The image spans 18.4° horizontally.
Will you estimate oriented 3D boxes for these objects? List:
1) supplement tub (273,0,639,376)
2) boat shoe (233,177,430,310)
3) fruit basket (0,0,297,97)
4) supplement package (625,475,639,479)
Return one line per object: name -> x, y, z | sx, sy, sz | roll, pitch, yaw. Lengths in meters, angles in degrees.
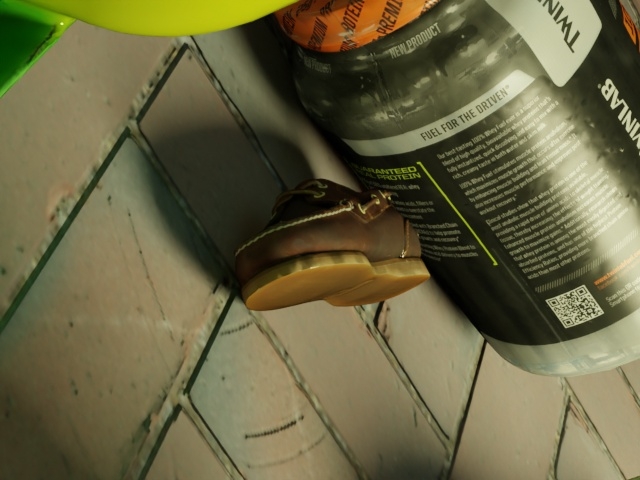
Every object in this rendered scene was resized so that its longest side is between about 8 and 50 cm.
supplement tub -> 0.120, -0.085, 1.297 | 0.338, 0.207, 0.207 | 51, 31, -33
boat shoe -> 0.000, 0.000, 1.160 | 0.207, 0.073, 0.073 | 4, 65, -70
fruit basket -> -0.124, -0.180, 0.721 | 0.283, 0.392, 0.392 | 59, 27, -18
supplement package -> 0.092, 0.267, 0.901 | 0.198, 0.262, 0.199 | 53, 30, -28
